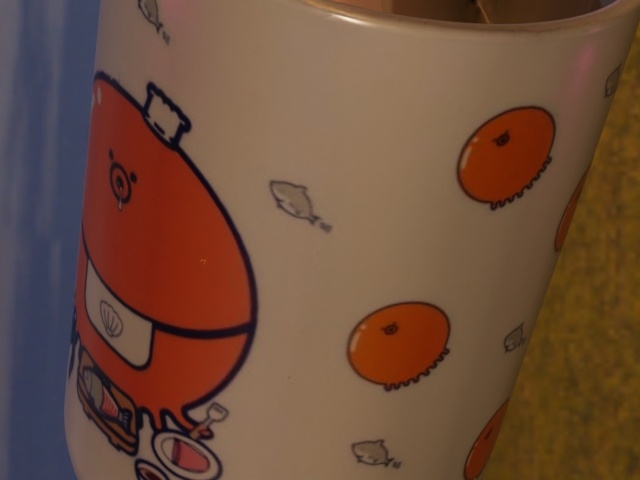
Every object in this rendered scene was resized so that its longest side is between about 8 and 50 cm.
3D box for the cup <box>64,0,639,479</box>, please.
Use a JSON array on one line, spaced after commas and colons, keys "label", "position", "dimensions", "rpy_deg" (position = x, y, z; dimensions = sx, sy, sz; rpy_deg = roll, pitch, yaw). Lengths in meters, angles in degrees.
[{"label": "cup", "position": [0.000, 0.000, 0.693], "dimensions": [0.212, 0.212, 0.317], "rpy_deg": [-90, 10, -57]}]
